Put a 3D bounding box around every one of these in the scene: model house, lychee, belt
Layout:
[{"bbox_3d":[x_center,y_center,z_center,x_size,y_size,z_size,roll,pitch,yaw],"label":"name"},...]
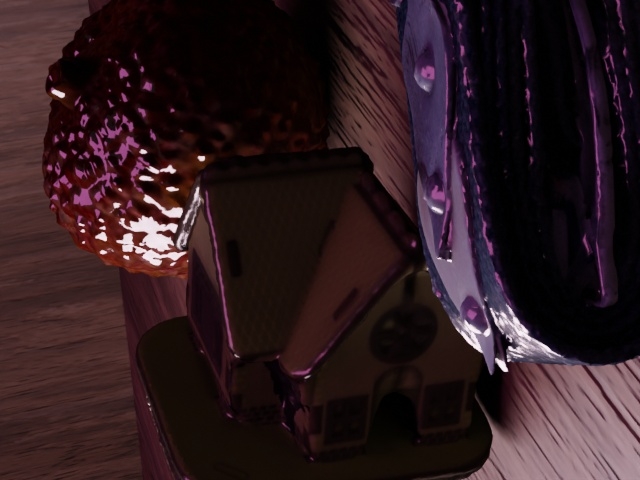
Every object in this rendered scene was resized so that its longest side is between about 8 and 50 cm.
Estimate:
[{"bbox_3d":[0.000,0.000,0.899,0.205,0.218,0.278,-122,30,-52],"label":"model house"},{"bbox_3d":[-0.107,-0.091,1.155,0.260,0.261,0.260,169,90,-75],"label":"lychee"},{"bbox_3d":[0.100,-0.051,0.644,0.128,0.122,0.218,156,109,-77],"label":"belt"}]
